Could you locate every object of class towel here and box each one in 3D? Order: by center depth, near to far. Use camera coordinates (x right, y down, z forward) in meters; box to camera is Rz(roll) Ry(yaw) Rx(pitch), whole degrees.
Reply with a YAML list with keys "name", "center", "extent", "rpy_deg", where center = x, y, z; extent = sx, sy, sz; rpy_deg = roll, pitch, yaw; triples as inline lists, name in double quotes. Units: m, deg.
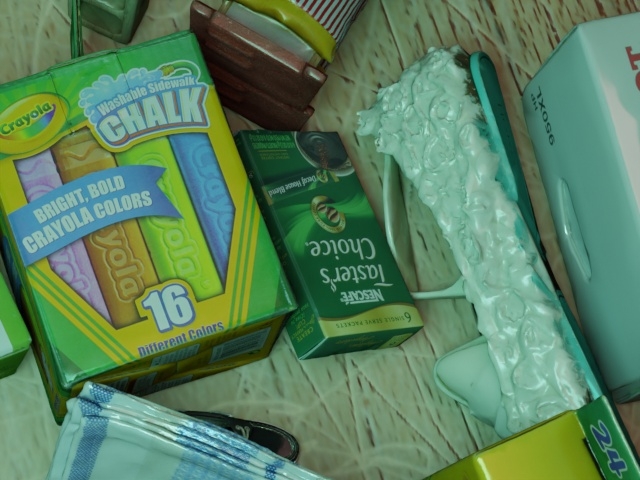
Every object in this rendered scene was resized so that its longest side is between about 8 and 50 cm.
- name: "towel"
  center: [-0.064, 0.211, 1.156]
  extent: [0.285, 0.209, 0.034]
  rpy_deg: [23, 47, -4]

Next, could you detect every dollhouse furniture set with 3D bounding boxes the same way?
- name: "dollhouse furniture set"
  center: [-0.123, -0.262, 1.295]
  extent: [0.374, 0.152, 0.201]
  rpy_deg: [28, 73, -1]

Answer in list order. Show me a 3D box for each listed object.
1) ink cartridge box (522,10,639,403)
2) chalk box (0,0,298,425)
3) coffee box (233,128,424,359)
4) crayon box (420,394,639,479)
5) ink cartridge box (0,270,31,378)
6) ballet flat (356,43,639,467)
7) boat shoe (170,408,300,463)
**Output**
- name: "ink cartridge box"
  center: [0.398, -0.054, 1.318]
  extent: [0.394, 0.166, 0.286]
  rpy_deg: [-12, 77, -12]
- name: "chalk box"
  center: [-0.158, -0.035, 1.217]
  extent: [0.179, 0.180, 0.289]
  rpy_deg: [-19, 78, -14]
- name: "coffee box"
  center: [0.000, 0.000, 1.265]
  extent: [0.113, 0.040, 0.184]
  rpy_deg: [-2, 62, -44]
- name: "crayon box"
  center: [0.155, 0.236, 1.119]
  extent: [0.083, 0.323, 0.203]
  rpy_deg: [-22, 79, -14]
- name: "ink cartridge box"
  center: [-0.368, 0.050, 1.181]
  extent: [0.255, 0.097, 0.189]
  rpy_deg: [-22, 80, -24]
- name: "ballet flat"
  center: [0.136, 0.045, 1.287]
  extent: [0.147, 0.147, 0.409]
  rpy_deg: [-16, 75, -13]
- name: "boat shoe"
  center: [-0.076, 0.153, 1.252]
  extent: [0.125, 0.038, 0.046]
  rpy_deg: [13, 74, -6]
